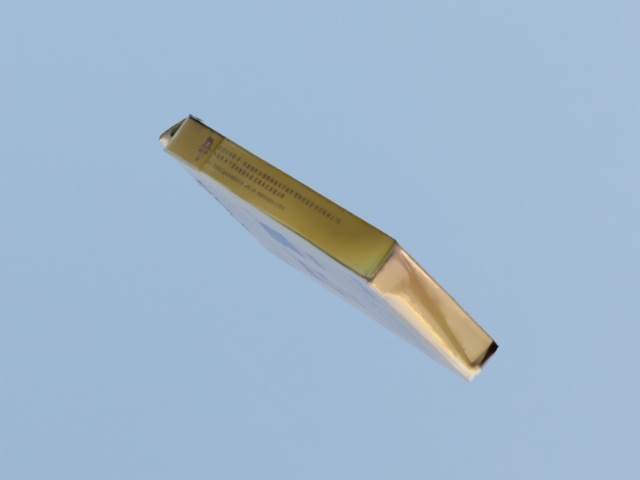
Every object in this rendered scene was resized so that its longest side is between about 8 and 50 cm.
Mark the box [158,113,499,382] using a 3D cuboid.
[{"bbox_3d":[0.000,0.000,0.726,0.020,0.149,0.073,-51,-49,-6],"label":"box"}]
